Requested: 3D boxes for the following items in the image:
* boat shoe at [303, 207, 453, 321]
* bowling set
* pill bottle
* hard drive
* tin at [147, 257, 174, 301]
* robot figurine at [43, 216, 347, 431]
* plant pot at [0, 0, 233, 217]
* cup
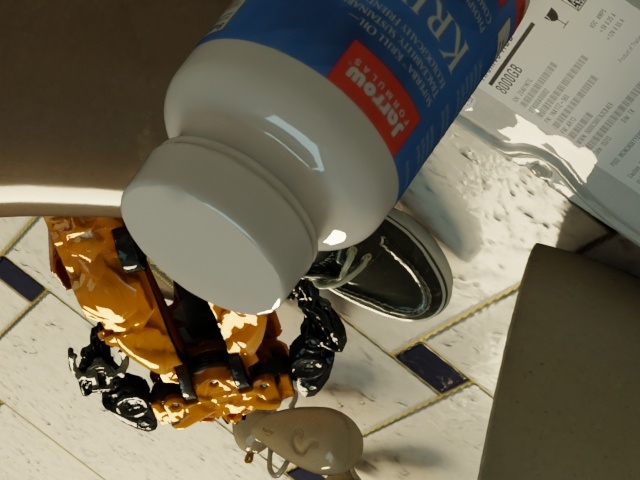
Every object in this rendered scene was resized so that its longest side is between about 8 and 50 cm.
[{"bbox_3d":[0.000,0.000,1.320,0.219,0.070,0.078,34,120,-21],"label":"boat shoe"},{"bbox_3d":[0.021,0.280,1.684,0.199,0.287,0.154,12,176,-37],"label":"bowling set"},{"bbox_3d":[0.002,-0.074,0.952,0.124,0.221,0.124,26,151,16],"label":"pill bottle"},{"bbox_3d":[0.175,-0.094,1.040,0.339,0.064,0.237,35,152,1],"label":"hard drive"},{"bbox_3d":[-0.160,-0.023,1.540,0.189,0.040,0.106,41,148,-15],"label":"tin"},{"bbox_3d":[-0.098,0.036,1.458,0.211,0.085,0.291,-12,138,5],"label":"robot figurine"},{"bbox_3d":[-0.130,-0.113,1.185,0.229,0.263,0.263,13,151,0],"label":"plant pot"},{"bbox_3d":[0.219,0.185,1.203,0.236,0.331,0.331,11,147,10],"label":"cup"}]
